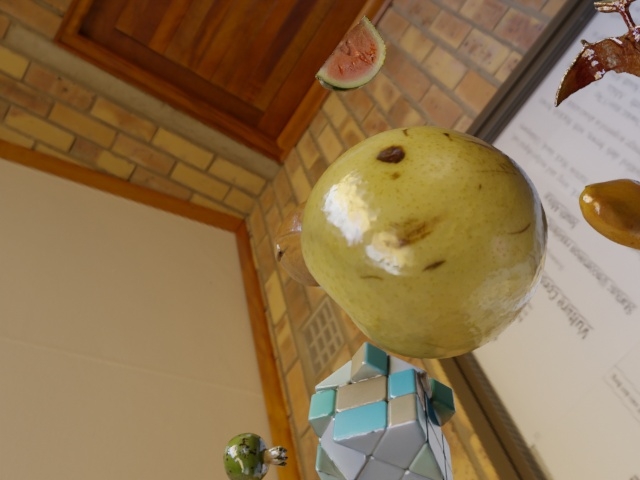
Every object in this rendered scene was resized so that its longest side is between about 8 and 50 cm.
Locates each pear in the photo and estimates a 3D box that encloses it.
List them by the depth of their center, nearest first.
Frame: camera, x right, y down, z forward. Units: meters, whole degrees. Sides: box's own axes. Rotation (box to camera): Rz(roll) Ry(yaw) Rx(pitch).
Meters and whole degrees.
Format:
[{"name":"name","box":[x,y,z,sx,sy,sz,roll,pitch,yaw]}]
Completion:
[{"name":"pear","box":[0.147,0.002,0.943,0.348,0.348,0.348,31,-159,-13]}]

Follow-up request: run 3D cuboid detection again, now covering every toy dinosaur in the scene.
[{"name":"toy dinosaur","box":[0.604,-0.370,1.232,0.113,0.206,0.327,-30,-154,-33]}]

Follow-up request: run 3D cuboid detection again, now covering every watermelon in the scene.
[{"name":"watermelon","box":[0.061,-0.316,1.187,0.087,0.163,0.069,38,161,-2]}]

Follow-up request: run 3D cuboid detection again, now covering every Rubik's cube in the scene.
[{"name":"Rubik's cube","box":[0.108,0.307,1.044,0.213,0.224,0.265,-80,-31,-64]}]

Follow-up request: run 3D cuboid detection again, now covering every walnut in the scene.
[{"name":"walnut","box":[0.000,0.000,1.544,0.209,0.209,0.336,35,165,-3]}]

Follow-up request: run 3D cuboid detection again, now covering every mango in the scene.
[{"name":"mango","box":[0.573,-0.053,1.226,0.227,0.109,0.147,16,-125,-23]}]

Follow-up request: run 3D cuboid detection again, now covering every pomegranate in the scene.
[{"name":"pomegranate","box":[-0.138,0.463,1.386,0.114,0.142,0.114,-11,-90,-76]}]

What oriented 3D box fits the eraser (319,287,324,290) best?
[{"name":"eraser","box":[0.095,0.088,1.842,0.227,0.174,0.081,24,173,11]}]
